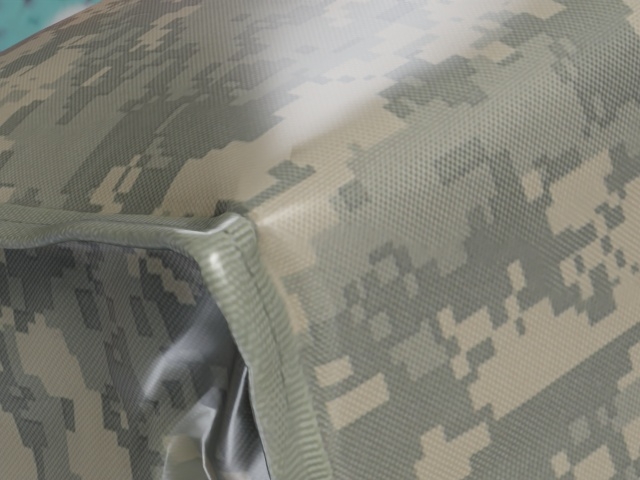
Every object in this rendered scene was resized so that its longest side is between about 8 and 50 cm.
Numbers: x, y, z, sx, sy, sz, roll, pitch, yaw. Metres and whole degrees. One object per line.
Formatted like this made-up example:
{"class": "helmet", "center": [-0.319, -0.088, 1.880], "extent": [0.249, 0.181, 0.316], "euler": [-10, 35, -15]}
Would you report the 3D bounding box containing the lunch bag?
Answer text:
{"class": "lunch bag", "center": [0.000, 0.000, 0.497], "extent": [0.235, 0.169, 0.287], "euler": [-33, 24, -30]}
